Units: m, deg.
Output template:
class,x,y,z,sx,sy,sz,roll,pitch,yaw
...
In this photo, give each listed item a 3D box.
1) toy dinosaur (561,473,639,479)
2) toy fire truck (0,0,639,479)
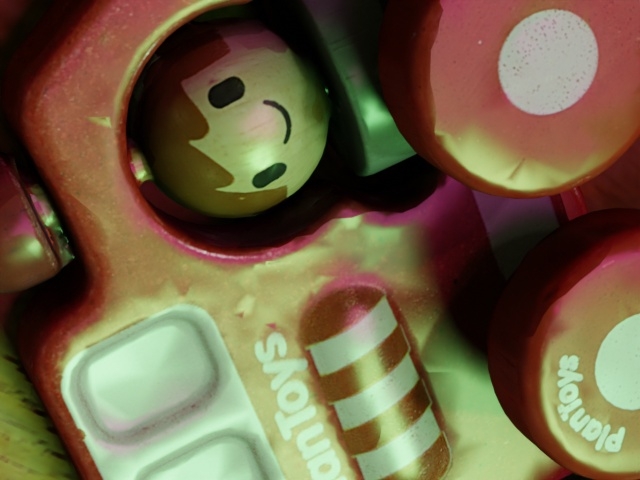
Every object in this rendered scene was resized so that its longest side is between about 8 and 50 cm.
class,x,y,z,sx,sy,sz,roll,pitch,yaw
toy dinosaur,0.116,0.099,0.816,0.268,0.064,0.118,-42,137,-16
toy fire truck,0.000,0.000,0.668,0.254,0.169,0.302,-28,116,-11
